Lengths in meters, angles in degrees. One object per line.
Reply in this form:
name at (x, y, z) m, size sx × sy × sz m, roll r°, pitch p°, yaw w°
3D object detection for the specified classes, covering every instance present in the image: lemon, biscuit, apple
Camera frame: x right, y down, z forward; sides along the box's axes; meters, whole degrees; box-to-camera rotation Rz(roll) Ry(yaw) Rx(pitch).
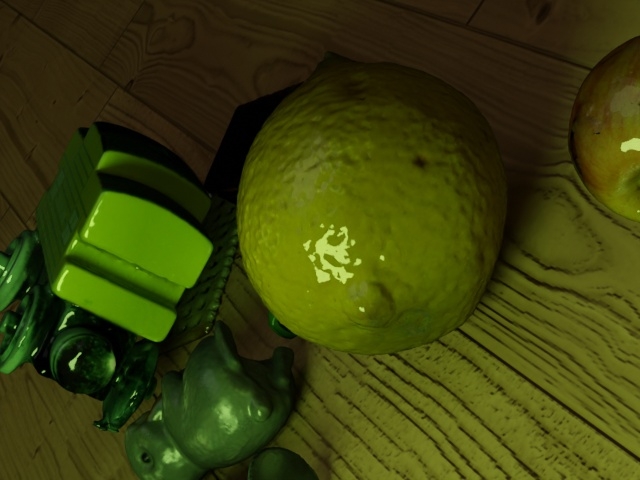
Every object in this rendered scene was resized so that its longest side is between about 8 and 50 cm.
lemon at (0.041, -0.020, 1.382) m, size 0.228 × 0.228 × 0.254 m, roll -30°, pitch 37°, yaw 43°
biscuit at (-0.037, -0.091, 1.684) m, size 0.107 × 0.073 × 0.388 m, roll -67°, pitch 14°, yaw -5°
apple at (0.243, -0.075, 1.190) m, size 0.146 × 0.146 × 0.146 m, roll -41°, pitch 29°, yaw 29°
biscuit at (-0.135, 0.024, 1.893) m, size 0.139 × 0.016 × 0.231 m, roll -26°, pitch 40°, yaw 46°

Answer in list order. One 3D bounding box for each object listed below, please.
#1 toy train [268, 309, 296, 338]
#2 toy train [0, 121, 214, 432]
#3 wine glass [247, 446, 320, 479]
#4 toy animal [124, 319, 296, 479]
toy train at (0.000, 0.000, 1.646) m, size 0.042 × 0.044 × 0.209 m, roll -25°, pitch 39°, yaw 48°
toy train at (-0.238, 0.019, 1.833) m, size 0.272 × 0.179 × 0.442 m, roll -61°, pitch 17°, yaw 7°
wine glass at (-0.091, 0.258, 1.450) m, size 0.202 × 0.093 × 0.093 m, roll -37°, pitch 31°, yaw 36°
toy animal at (-0.123, 0.184, 1.574) m, size 0.236 × 0.108 × 0.138 m, roll -47°, pitch 27°, yaw 20°
